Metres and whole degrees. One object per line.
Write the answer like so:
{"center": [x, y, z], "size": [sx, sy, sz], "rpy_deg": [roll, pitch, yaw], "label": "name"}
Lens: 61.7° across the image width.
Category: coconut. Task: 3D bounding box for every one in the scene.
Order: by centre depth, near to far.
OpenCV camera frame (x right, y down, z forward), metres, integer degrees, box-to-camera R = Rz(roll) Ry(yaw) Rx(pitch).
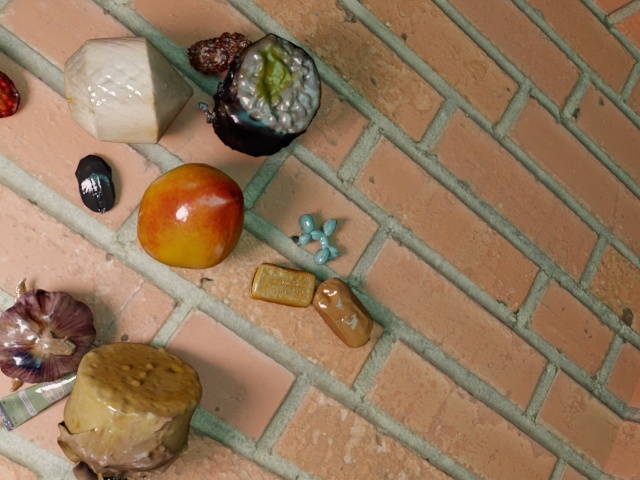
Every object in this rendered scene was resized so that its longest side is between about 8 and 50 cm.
{"center": [-0.508, -0.399, 1.451], "size": [0.328, 0.329, 0.329], "rpy_deg": [3, 83, -22], "label": "coconut"}

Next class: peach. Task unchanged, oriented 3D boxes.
{"center": [-0.350, -0.069, 1.461], "size": [0.289, 0.308, 0.289], "rpy_deg": [5, 75, -20], "label": "peach"}

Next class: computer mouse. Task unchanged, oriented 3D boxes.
{"center": [-0.626, -0.159, 1.493], "size": [0.099, 0.057, 0.172], "rpy_deg": [-13, 90, -20], "label": "computer mouse"}

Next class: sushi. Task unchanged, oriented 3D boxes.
{"center": [-0.168, -0.405, 1.581], "size": [0.281, 0.294, 0.299], "rpy_deg": [42, 72, -16], "label": "sushi"}

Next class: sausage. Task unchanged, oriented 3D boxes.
{"center": [0.076, 0.231, 1.695], "size": [0.136, 0.120, 0.241], "rpy_deg": [-37, 97, -24], "label": "sausage"}

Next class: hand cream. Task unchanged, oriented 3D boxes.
{"center": [-0.716, 0.401, 1.394], "size": [0.235, 0.055, 0.086], "rpy_deg": [-27, 94, -14], "label": "hand cream"}

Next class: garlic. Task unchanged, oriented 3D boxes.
{"center": [-0.680, 0.237, 1.319], "size": [0.245, 0.160, 0.245], "rpy_deg": [3, 85, -28], "label": "garlic"}

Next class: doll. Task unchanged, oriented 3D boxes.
{"center": [0.000, 0.000, 1.727], "size": [0.159, 0.059, 0.159], "rpy_deg": [16, 76, -21], "label": "doll"}

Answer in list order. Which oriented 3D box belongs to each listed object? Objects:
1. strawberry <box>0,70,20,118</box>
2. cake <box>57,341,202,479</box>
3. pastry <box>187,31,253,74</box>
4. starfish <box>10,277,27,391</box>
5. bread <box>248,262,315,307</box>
{"center": [-0.897, -0.391, 1.357], "size": [0.244, 0.205, 0.205], "rpy_deg": [19, 76, -39], "label": "strawberry"}
{"center": [-0.492, 0.468, 1.361], "size": [0.332, 0.332, 0.321], "rpy_deg": [19, 102, -19], "label": "cake"}
{"center": [-0.300, -0.577, 1.644], "size": [0.208, 0.097, 0.115], "rpy_deg": [-24, 76, -24], "label": "pastry"}
{"center": [-0.731, 0.244, 1.409], "size": [0.231, 0.048, 0.295], "rpy_deg": [1, 89, -27], "label": "starfish"}
{"center": [-0.117, 0.140, 1.653], "size": [0.200, 0.077, 0.116], "rpy_deg": [14, 77, -22], "label": "bread"}
